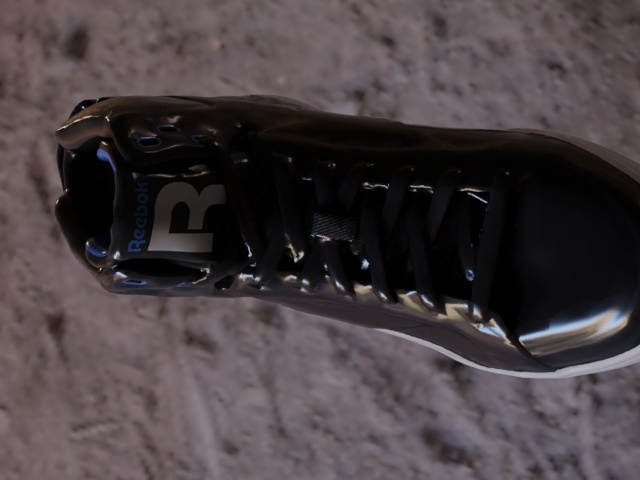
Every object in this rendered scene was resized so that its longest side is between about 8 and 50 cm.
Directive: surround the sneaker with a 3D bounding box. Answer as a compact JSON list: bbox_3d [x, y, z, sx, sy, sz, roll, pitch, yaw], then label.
[{"bbox_3d":[0.000,0.000,0.613,0.217,0.121,0.079,13,102,43],"label":"sneaker"}]
